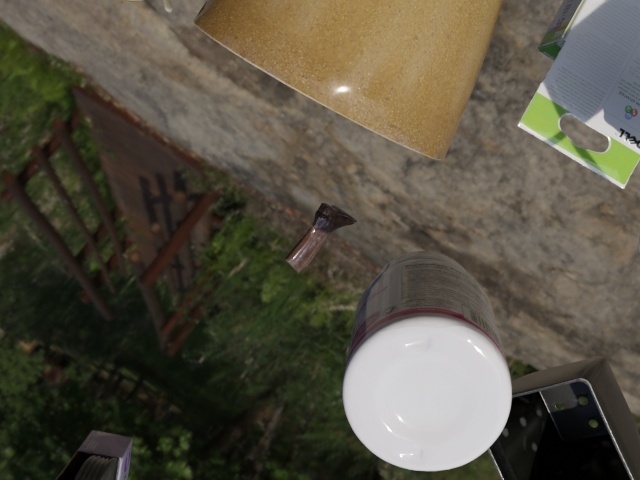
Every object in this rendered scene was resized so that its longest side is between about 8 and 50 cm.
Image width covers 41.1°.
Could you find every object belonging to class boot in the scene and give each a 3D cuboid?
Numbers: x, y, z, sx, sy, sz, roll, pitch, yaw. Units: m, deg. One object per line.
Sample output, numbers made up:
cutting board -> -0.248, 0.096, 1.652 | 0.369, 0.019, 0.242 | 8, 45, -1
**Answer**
boot -> 0.000, 0.000, 1.330 | 0.037, 0.114, 0.106 | 36, -169, 32

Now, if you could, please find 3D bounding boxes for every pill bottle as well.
pill bottle -> 0.113, 0.112, 0.927 | 0.160, 0.160, 0.283 | 38, -165, -4

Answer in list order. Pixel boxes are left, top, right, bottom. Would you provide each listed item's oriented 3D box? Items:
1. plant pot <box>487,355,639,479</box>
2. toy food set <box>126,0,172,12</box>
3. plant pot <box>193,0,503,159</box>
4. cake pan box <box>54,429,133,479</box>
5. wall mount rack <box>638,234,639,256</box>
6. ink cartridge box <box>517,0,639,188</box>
plant pot -> 0.361, 0.270, 1.247 | 0.188, 0.167, 0.187 | -23, 93, 35
toy food set -> -0.331, -0.446, 1.404 | 0.192, 0.038, 0.132 | 4, -130, -39
plant pot -> 0.059, -0.232, 0.690 | 0.237, 0.254, 0.237 | 27, -166, -7
cake pan box -> -0.315, 0.404, 1.092 | 0.070, 0.266, 0.246 | 10, -170, -1
wall mount rack -> 0.488, -0.014, 0.783 | 0.350, 0.130, 0.304 | -24, 100, 26
ink cartridge box -> 0.397, -0.230, 1.207 | 0.189, 0.255, 0.097 | 29, -178, -10
